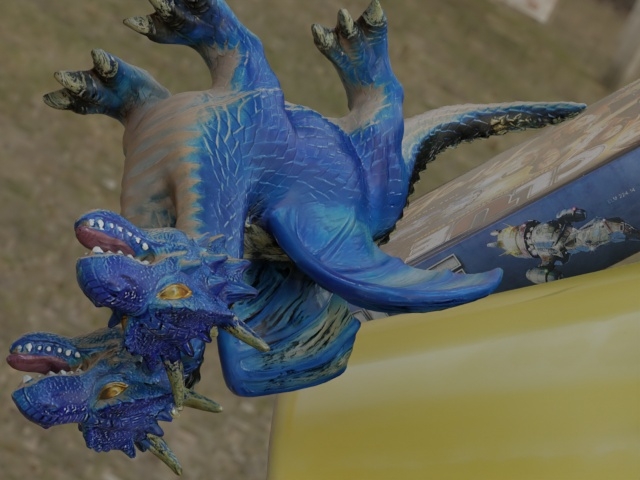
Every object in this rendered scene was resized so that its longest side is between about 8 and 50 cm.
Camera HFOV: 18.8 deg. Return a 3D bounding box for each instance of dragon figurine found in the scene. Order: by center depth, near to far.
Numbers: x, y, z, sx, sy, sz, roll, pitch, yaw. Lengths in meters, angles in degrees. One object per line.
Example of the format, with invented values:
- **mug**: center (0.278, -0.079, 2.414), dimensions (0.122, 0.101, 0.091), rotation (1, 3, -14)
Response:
- **dragon figurine**: center (0.000, 0.000, 0.633), dimensions (0.289, 0.085, 0.144), rotation (6, 57, -52)

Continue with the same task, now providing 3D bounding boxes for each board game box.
- **board game box**: center (0.118, -0.023, 0.885), dimensions (0.042, 0.243, 0.165), rotation (59, 20, -8)

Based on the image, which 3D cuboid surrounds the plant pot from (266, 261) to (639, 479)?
- **plant pot**: center (0.109, 0.117, 0.750), dimensions (0.239, 0.254, 0.254), rotation (-2, 8, 9)
